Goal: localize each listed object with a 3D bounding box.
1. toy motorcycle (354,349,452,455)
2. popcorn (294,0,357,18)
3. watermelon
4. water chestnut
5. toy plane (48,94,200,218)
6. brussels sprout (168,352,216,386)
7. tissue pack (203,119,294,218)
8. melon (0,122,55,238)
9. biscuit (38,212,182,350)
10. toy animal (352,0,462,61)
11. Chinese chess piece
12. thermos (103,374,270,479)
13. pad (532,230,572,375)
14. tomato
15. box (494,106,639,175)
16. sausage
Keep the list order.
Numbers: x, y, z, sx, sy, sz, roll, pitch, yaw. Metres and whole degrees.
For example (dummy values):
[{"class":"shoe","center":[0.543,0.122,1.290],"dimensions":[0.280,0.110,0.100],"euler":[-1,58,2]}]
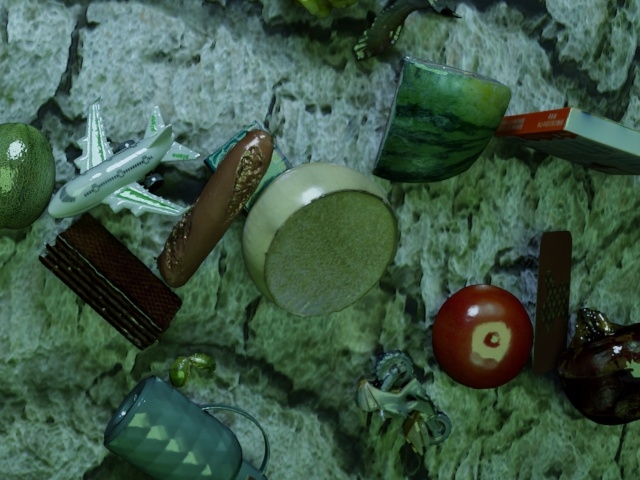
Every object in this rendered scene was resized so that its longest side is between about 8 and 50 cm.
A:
[{"class":"toy motorcycle","center":[0.148,0.309,1.483],"dimensions":[0.130,0.094,0.229],"euler":[-35,113,-4]},{"class":"popcorn","center":[-0.003,-0.486,1.351],"dimensions":[0.217,0.181,0.235],"euler":[-30,93,-2]},{"class":"watermelon","center":[0.200,-0.235,1.447],"dimensions":[0.213,0.201,0.261],"euler":[8,135,-14]},{"class":"water chestnut","center":[0.561,0.229,1.501],"dimensions":[0.224,0.223,0.238],"euler":[-19,82,-11]},{"class":"toy plane","center":[-0.335,-0.109,1.322],"dimensions":[0.255,0.101,0.251],"euler":[-38,81,-16]},{"class":"brussels sprout","center":[-0.230,0.225,1.417],"dimensions":[0.083,0.046,0.050],"euler":[-25,94,-20]},{"class":"tissue pack","center":[-0.110,-0.109,1.399],"dimensions":[0.120,0.082,0.169],"euler":[-40,101,-6]},{"class":"melon","center":[-0.501,-0.095,1.286],"dimensions":[0.139,0.139,0.192],"euler":[12,88,-13]},{"class":"biscuit","center":[-0.351,0.065,1.340],"dimensions":[0.252,0.106,0.070],"euler":[45,115,-10]},{"class":"toy animal","center":[0.177,-0.426,1.422],"dimensions":[0.197,0.160,0.272],"euler":[20,96,-15]},{"class":"Chinese chess piece","center":[0.000,0.000,1.362],"dimensions":[0.270,0.112,0.269],"euler":[-15,125,-22]},{"class":"thermos","center":[-0.211,0.353,1.377],"dimensions":[0.287,0.145,0.182],"euler":[37,83,-14]},{"class":"pad","center":[0.441,0.115,1.513],"dimensions":[0.181,0.004,0.266],"euler":[-3,96,-53]},{"class":"tomato","center":[0.300,0.178,1.475],"dimensions":[0.195,0.136,0.195],"euler":[0,90,-4]},{"class":"box","center":[0.487,-0.172,1.429],"dimensions":[0.265,0.273,0.048],"euler":[17,91,-14]},{"class":"sausage","center":[-0.179,-0.047,1.326],"dimensions":[0.079,0.087,0.326],"euler":[31,114,-17]}]
